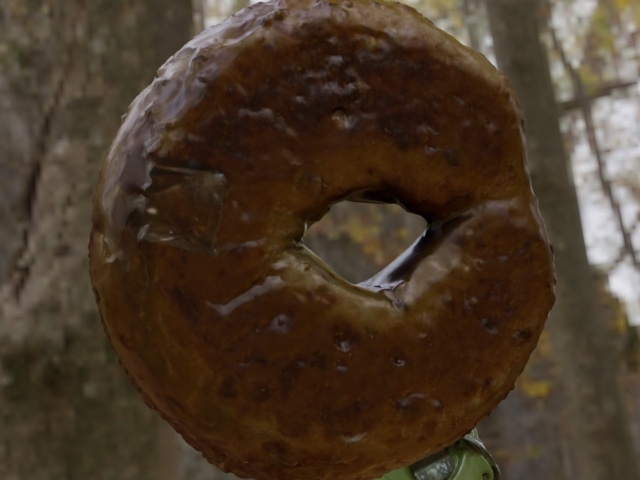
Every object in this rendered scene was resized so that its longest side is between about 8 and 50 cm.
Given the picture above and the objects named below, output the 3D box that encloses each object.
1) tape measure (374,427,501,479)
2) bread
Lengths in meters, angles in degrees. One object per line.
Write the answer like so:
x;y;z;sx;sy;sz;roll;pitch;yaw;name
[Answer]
0.052;0.170;1.559;0.200;0.175;0.106;-10;-18;-38;tape measure
0.000;0.000;0.750;0.193;0.193;0.064;-1;-3;-15;bread
